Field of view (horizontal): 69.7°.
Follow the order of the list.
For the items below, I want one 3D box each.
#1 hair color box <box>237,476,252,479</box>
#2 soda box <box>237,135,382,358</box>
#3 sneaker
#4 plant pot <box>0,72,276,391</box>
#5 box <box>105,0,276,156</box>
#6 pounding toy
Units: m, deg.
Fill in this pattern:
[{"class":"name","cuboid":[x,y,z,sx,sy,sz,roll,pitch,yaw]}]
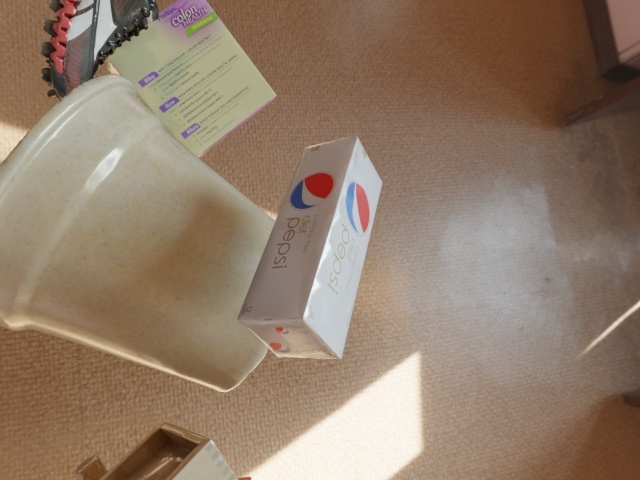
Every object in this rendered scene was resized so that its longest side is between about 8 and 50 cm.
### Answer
[{"class":"hair color box","cuboid":[-0.150,0.399,0.694,0.093,0.167,0.053,-2,59,-13]},{"class":"soda box","cuboid":[0.000,0.000,0.444,0.074,0.069,0.216,54,41,-41]},{"class":"sneaker","cuboid":[-0.319,-0.328,0.682,0.135,0.097,0.276,17,91,-27]},{"class":"plant pot","cuboid":[-0.196,0.024,0.579,0.305,0.334,0.334,32,74,-12]},{"class":"box","cuboid":[-0.252,-0.310,0.901,0.213,0.117,0.243,-42,105,-13]},{"class":"pounding toy","cuboid":[-0.234,0.330,0.574,0.181,0.206,0.094,-41,112,-40]}]
